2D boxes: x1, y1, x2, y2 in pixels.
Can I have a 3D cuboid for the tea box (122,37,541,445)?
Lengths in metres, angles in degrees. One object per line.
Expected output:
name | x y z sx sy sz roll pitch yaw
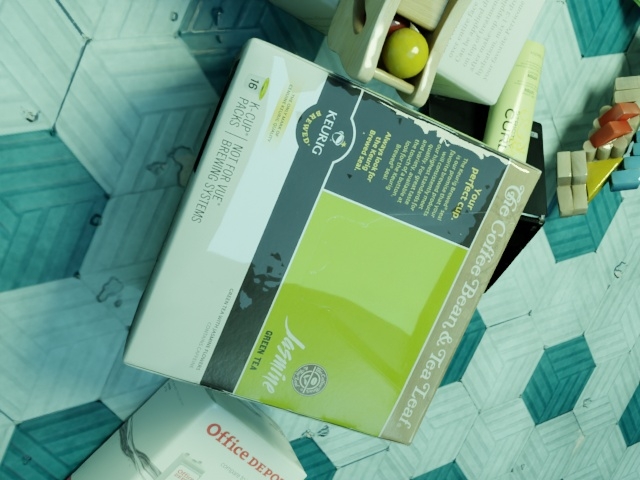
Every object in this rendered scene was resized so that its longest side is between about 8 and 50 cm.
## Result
tea box | 0.000 0.000 0.672 0.324 0.220 0.329 22 98 -15

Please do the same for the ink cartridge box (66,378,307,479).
ink cartridge box | -0.193 0.333 0.792 0.283 0.117 0.207 -44 121 -6

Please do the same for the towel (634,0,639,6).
towel | 0.542 -0.410 0.923 0.152 0.023 0.113 -37 82 -8

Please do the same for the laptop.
laptop | 0.215 -0.061 0.916 0.234 0.136 0.264 9 129 -28

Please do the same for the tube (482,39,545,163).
tube | 0.270 -0.161 0.847 0.070 0.062 0.240 11 89 14

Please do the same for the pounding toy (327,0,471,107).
pounding toy | 0.132 -0.250 0.537 0.155 0.154 0.269 16 102 -29

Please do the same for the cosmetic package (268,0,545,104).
cosmetic package | 0.040 -0.348 0.640 0.453 0.161 0.230 21 98 -31

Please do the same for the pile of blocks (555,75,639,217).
pile of blocks | 0.493 -0.185 0.910 0.362 0.149 0.112 -55 155 1
